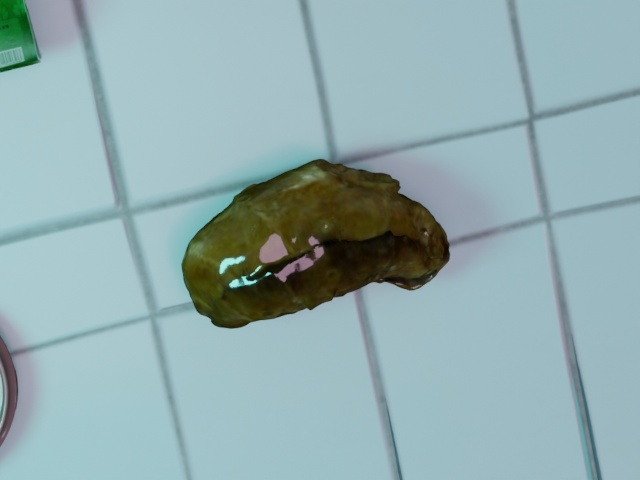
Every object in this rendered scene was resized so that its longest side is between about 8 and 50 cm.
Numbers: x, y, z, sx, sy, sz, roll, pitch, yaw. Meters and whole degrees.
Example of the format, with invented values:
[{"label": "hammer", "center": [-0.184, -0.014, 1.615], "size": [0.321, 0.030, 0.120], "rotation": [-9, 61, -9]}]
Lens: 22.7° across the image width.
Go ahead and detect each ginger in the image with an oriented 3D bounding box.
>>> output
[{"label": "ginger", "center": [0.000, 0.000, 1.816], "size": [0.321, 0.165, 0.172], "rotation": [-9, 124, -14]}]

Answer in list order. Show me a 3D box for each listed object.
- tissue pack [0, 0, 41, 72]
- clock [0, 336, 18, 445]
[{"label": "tissue pack", "center": [-0.423, -0.262, 1.698], "size": [0.209, 0.148, 0.156], "rotation": [-15, 62, -8]}, {"label": "clock", "center": [-0.467, 0.173, 1.802], "size": [0.244, 0.056, 0.244], "rotation": [-1, 98, -11]}]
